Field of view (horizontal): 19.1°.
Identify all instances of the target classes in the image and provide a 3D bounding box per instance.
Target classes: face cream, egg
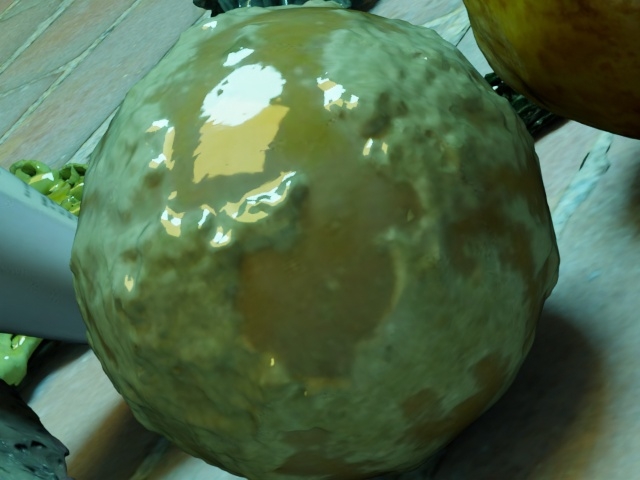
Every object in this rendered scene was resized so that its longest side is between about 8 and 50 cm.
[{"bbox_3d":[-0.157,0.011,0.944,0.154,0.273,0.096,-4,65,58],"label":"face cream"},{"bbox_3d":[0.000,0.000,0.794,0.203,0.203,0.245,-30,9,13],"label":"egg"}]

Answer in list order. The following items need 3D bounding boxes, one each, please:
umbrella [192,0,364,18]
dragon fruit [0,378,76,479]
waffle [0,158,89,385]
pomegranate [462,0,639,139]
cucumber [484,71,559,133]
[{"bbox_3d":[-0.016,-0.211,1.457,0.143,0.094,0.349,-25,23,37],"label":"umbrella"},{"bbox_3d":[-0.248,0.153,0.852,0.221,0.204,0.283,-58,38,5],"label":"dragon fruit"},{"bbox_3d":[-0.240,0.040,1.261,0.297,0.073,0.317,-45,22,-29],"label":"waffle"},{"bbox_3d":[0.171,-0.156,0.844,0.248,0.248,0.248,-30,20,12],"label":"pomegranate"},{"bbox_3d":[0.071,-0.052,1.023,0.256,0.043,0.044,-37,15,-3],"label":"cucumber"}]
